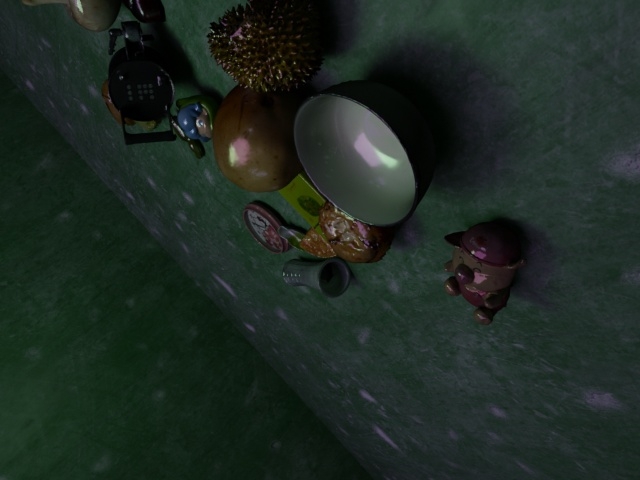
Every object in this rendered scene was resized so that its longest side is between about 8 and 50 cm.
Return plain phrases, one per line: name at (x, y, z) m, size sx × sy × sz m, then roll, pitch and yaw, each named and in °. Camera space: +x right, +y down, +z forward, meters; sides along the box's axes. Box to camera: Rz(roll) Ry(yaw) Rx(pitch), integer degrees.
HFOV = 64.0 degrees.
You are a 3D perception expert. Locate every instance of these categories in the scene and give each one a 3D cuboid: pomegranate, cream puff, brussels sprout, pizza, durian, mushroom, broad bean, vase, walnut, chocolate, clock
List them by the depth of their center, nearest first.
durian at (-0.124, -0.454, 1.173) m, size 0.293 × 0.258 × 0.258 m, roll 22°, pitch 144°, yaw 48°
pomegranate at (-0.151, -0.276, 1.400) m, size 0.319 × 0.319 × 0.319 m, roll 34°, pitch 150°, yaw 23°
cream puff at (0.110, -0.042, 1.471) m, size 0.240 × 0.164 × 0.239 m, roll 27°, pitch 132°, yaw 35°
chocolate at (-0.550, -0.734, 1.572) m, size 0.148 × 0.080 × 0.125 m, roll 54°, pitch 153°, yaw -10°
mushroom at (-0.774, -0.783, 1.579) m, size 0.297 × 0.290 × 0.297 m, roll 54°, pitch 158°, yaw 33°
pizza at (0.000, 0.000, 1.797) m, size 0.175 × 0.046 × 0.134 m, roll 20°, pitch 133°, yaw 27°
vase at (-0.028, 0.131, 1.930) m, size 0.299 × 0.143 × 0.143 m, roll 1°, pitch 128°, yaw 59°
broad bean at (-0.523, -0.409, 2.001) m, size 0.070 × 0.048 × 0.213 m, roll 9°, pitch 137°, yaw 49°
brussels sprout at (-0.684, -0.521, 2.003) m, size 0.146 × 0.131 × 0.183 m, roll 29°, pitch 155°, yaw -13°
clock at (-0.212, -0.048, 2.033) m, size 0.244 × 0.056 × 0.244 m, roll 35°, pitch 152°, yaw 22°
walnut at (-0.827, -0.576, 2.131) m, size 0.137 × 0.137 × 0.245 m, roll 34°, pitch 160°, yaw 23°

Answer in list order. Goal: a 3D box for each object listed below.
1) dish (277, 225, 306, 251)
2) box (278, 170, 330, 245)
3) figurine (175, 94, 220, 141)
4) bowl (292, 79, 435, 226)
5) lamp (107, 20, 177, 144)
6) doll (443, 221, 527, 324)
dish at (-0.094, -0.020, 1.912) m, size 0.137 × 0.039 × 0.091 m, roll 29°, pitch 140°, yaw 17°
box at (-0.012, -0.113, 1.671) m, size 0.335 × 0.047 × 0.187 m, roll 46°, pitch 153°, yaw 0°
figurine at (-0.360, -0.395, 1.706) m, size 0.264 × 0.143 × 0.162 m, roll 18°, pitch 154°, yaw 16°
bowl at (0.126, -0.221, 1.177) m, size 0.354 × 0.185 × 0.353 m, roll 34°, pitch 150°, yaw 23°
lamp at (-0.601, -0.522, 1.719) m, size 0.272 × 0.205 × 0.373 m, roll -142°, pitch 45°, yaw -68°
doll at (0.386, 0.068, 1.235) m, size 0.196 × 0.152 × 0.255 m, roll 17°, pitch 138°, yaw 23°
